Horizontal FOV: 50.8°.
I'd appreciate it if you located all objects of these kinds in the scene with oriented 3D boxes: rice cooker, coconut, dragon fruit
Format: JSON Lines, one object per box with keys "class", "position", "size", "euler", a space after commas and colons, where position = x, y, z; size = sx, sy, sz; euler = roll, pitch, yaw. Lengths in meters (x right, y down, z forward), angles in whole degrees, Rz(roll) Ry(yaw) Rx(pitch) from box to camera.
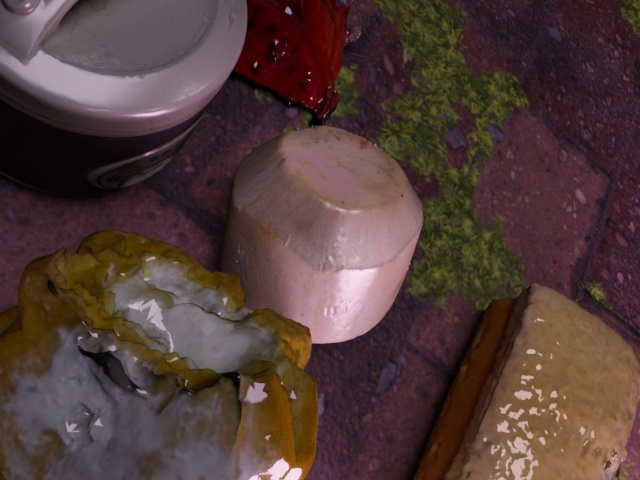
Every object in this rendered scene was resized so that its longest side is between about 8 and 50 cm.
{"class": "rice cooker", "position": [-0.226, -0.201, 0.661], "size": [0.288, 0.277, 0.288], "euler": [10, 69, -27]}
{"class": "coconut", "position": [-0.003, -0.002, 0.760], "size": [0.241, 0.241, 0.241], "euler": [9, 70, -25]}
{"class": "dragon fruit", "position": [-0.088, -0.346, 0.891], "size": [0.343, 0.100, 0.282], "euler": [23, 60, -21]}

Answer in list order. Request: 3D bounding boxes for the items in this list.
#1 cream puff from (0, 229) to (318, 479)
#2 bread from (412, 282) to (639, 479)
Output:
{"class": "cream puff", "position": [-0.146, 0.163, 0.616], "size": [0.323, 0.270, 0.274], "euler": [32, 93, 19]}
{"class": "bread", "position": [0.261, 0.266, 0.833], "size": [0.236, 0.165, 0.375], "euler": [38, 61, -7]}
